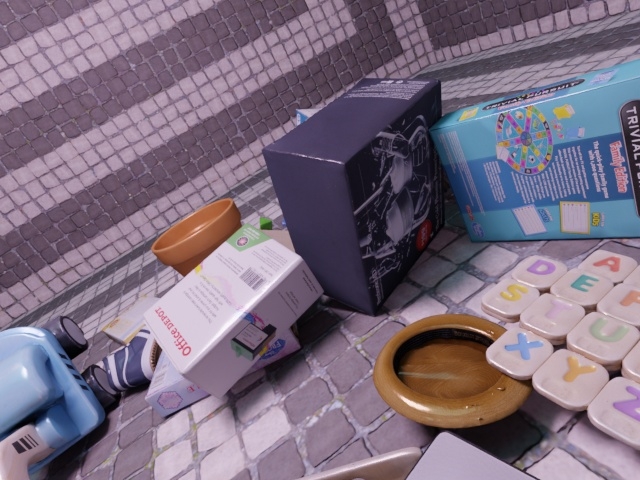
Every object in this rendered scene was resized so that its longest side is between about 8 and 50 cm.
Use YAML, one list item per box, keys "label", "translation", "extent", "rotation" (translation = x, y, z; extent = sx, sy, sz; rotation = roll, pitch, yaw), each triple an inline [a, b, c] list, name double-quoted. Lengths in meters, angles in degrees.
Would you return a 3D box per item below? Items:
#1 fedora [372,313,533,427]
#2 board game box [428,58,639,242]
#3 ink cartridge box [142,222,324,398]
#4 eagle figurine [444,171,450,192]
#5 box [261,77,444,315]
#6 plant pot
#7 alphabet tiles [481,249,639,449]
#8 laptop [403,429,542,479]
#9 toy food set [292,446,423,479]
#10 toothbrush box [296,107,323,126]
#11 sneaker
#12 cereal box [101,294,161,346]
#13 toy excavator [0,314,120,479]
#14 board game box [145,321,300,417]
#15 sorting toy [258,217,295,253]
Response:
- label: "fedora"
  translation: [0.169, 0.178, 0.521]
  extent: [0.195, 0.079, 0.194]
  rotation: [-15, 27, 8]
- label: "board game box"
  translation: [0.385, -0.123, 0.673]
  extent: [0.336, 0.253, 0.079]
  rotation: [-2, 35, 47]
- label: "ink cartridge box"
  translation: [-0.168, 0.122, 0.780]
  extent: [0.278, 0.117, 0.201]
  rotation: [-44, 44, -16]
- label: "eagle figurine"
  translation: [0.293, -0.221, 0.987]
  extent: [0.299, 0.226, 0.225]
  rotation: [15, 17, 13]
- label: "box"
  translation: [0.095, -0.092, 0.797]
  extent: [0.179, 0.343, 0.312]
  rotation: [19, 50, 36]
- label: "plant pot"
  translation: [-0.354, 0.026, 1.295]
  extent: [0.291, 0.203, 0.291]
  rotation: [-24, 24, 11]
- label: "alphabet tiles"
  translation: [0.345, 0.097, 0.470]
  extent: [0.278, 0.021, 0.284]
  rotation: [-29, 31, -24]
- label: "laptop"
  translation: [0.099, 0.236, 0.151]
  extent: [0.408, 0.236, 0.382]
  rotation: [-34, 31, -34]
- label: "toy food set"
  translation: [0.015, 0.344, 0.342]
  extent: [0.220, 0.092, 0.306]
  rotation: [-24, 24, 13]
- label: "toothbrush box"
  translation: [0.057, -0.172, 1.012]
  extent: [0.217, 0.295, 0.126]
  rotation: [-12, 35, -22]
- label: "sneaker"
  translation: [-0.453, 0.266, 1.048]
  extent: [0.153, 0.099, 0.282]
  rotation: [-25, 26, 6]
- label: "cereal box"
  translation: [-0.578, 0.253, 1.286]
  extent: [0.240, 0.047, 0.173]
  rotation: [-1, 36, 48]
- label: "toy excavator"
  translation: [-0.562, 0.364, 0.769]
  extent: [0.222, 0.432, 0.445]
  rotation: [-36, -5, -14]
- label: "board game box"
  translation: [-0.211, 0.202, 0.934]
  extent: [0.318, 0.065, 0.318]
  rotation: [-27, 23, 4]
- label: "sorting toy"
  translation: [-0.088, 0.039, 0.998]
  extent: [0.196, 0.047, 0.347]
  rotation: [-2, 35, -6]
